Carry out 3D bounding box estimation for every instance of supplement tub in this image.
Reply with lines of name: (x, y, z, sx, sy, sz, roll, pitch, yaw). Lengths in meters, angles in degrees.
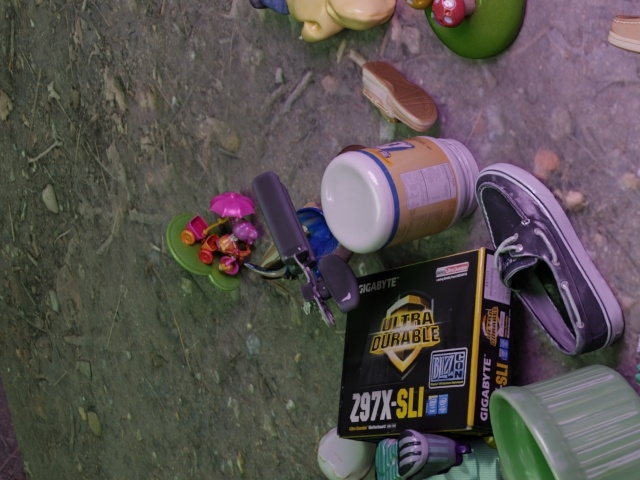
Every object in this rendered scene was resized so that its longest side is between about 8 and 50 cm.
supplement tub: (0.116, -0.070, 1.917, 0.144, 0.199, 0.144, 23, 119, 47)

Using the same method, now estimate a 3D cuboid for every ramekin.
ramekin: (0.343, 0.305, 1.700, 0.303, 0.148, 0.304, 159, 90, -83)

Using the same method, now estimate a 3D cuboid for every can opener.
can opener: (-0.023, 0.012, 2.039, 0.280, 0.093, 0.074, 62, -179, 30)

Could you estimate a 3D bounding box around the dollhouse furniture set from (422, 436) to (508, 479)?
dollhouse furniture set: (0.158, 0.412, 1.950, 0.286, 0.198, 0.304, -4, 93, 34)

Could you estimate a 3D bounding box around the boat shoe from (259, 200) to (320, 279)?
boat shoe: (-0.048, -0.001, 2.291, 0.190, 0.068, 0.072, -41, 56, 41)

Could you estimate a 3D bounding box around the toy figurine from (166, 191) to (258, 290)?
toy figurine: (-0.168, -0.013, 2.417, 0.173, 0.130, 0.159, 49, 132, -1)

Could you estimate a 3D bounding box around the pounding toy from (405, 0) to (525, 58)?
pounding toy: (0.170, -0.357, 1.818, 0.183, 0.110, 0.237, -10, 95, 54)

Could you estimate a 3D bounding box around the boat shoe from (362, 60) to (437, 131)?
boat shoe: (0.116, -0.203, 1.994, 0.170, 0.063, 0.059, 52, 142, 43)

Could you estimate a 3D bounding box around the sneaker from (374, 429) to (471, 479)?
sneaker: (0.142, 0.322, 1.927, 0.224, 0.098, 0.083, 130, 143, -71)

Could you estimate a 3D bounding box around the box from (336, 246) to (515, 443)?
box: (0.152, 0.163, 1.978, 0.322, 0.079, 0.257, -15, 67, 55)

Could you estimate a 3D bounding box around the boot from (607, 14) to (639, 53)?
boot: (0.432, -0.307, 1.494, 0.262, 0.095, 0.204, 9, 110, 50)

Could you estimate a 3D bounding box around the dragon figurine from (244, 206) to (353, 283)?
dragon figurine: (0.000, 0.000, 2.128, 0.289, 0.085, 0.144, -1, 75, 54)

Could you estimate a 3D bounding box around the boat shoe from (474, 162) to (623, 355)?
boat shoe: (0.283, 0.025, 1.808, 0.301, 0.102, 0.108, 60, 142, 19)

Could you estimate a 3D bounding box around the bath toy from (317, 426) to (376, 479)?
bath toy: (0.106, 0.464, 2.197, 0.151, 0.129, 0.348, -34, 71, 7)

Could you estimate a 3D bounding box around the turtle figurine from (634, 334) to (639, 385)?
turtle figurine: (0.473, 0.176, 1.603, 0.175, 0.118, 0.234, -16, 80, 14)

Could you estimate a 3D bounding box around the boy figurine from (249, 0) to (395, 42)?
boy figurine: (-0.001, -0.388, 2.055, 0.285, 0.092, 0.177, 23, 120, 47)

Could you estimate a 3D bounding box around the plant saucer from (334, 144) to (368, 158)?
plant saucer: (0.057, -0.067, 2.145, 0.168, 0.029, 0.169, 24, 122, 47)
